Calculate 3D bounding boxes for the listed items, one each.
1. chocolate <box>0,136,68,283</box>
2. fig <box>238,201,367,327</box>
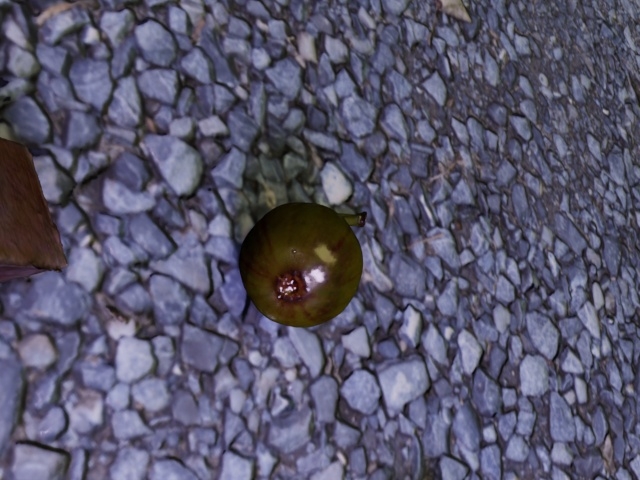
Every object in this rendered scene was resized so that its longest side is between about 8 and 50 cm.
[{"bbox_3d":[-0.279,-0.026,0.539,0.321,0.112,0.111,14,63,-78],"label":"chocolate"},{"bbox_3d":[0.000,0.000,0.908,0.124,0.124,0.236,59,27,-11],"label":"fig"}]
